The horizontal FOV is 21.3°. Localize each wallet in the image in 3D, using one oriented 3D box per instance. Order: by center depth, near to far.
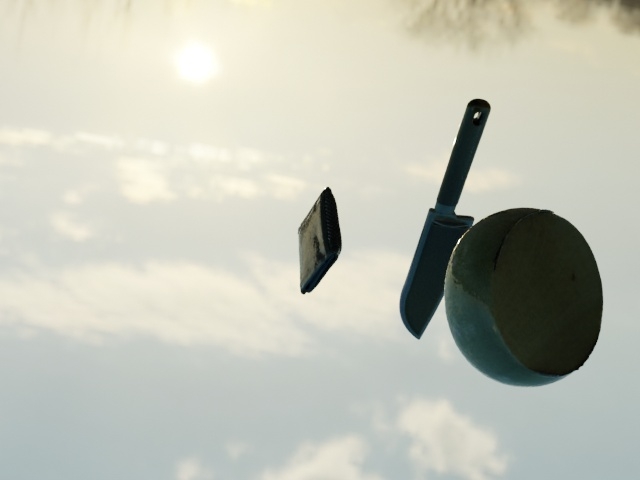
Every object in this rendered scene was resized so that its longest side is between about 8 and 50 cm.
[{"bbox_3d":[0.000,0.000,2.164,0.026,0.088,0.129,20,-143,-20],"label":"wallet"}]

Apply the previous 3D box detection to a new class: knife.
[{"bbox_3d":[0.156,-0.018,2.065,0.061,0.343,0.027,7,-149,-18],"label":"knife"}]

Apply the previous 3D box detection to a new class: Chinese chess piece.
[{"bbox_3d":[0.213,0.059,1.779,0.188,0.188,0.083,1,174,-40],"label":"Chinese chess piece"}]
